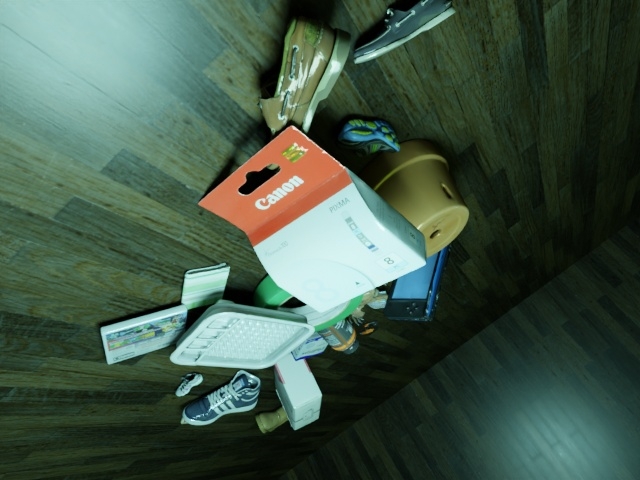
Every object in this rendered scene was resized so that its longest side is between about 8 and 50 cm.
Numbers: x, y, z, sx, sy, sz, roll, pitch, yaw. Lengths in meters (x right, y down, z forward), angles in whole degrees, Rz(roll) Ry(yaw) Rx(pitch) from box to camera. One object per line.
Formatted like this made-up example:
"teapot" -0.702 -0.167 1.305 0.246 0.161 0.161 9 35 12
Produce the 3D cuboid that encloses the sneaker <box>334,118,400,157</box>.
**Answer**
"sneaker" 0.107 -0.226 1.040 0.188 0.067 0.078 -4 159 -41

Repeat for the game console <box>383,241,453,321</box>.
"game console" 0.290 0.073 1.380 0.250 0.293 0.173 -7 141 43

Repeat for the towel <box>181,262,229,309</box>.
"towel" -0.297 0.118 1.179 0.113 0.023 0.152 -9 143 -30

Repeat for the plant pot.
"plant pot" 0.242 -0.083 1.208 0.290 0.203 0.291 -23 148 -16

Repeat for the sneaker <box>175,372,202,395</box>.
"sneaker" -0.437 0.460 1.500 0.098 0.038 0.069 -39 148 -9

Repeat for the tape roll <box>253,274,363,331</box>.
"tape roll" -0.035 0.171 1.370 0.321 0.077 0.321 -14 145 -10

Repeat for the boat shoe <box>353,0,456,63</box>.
"boat shoe" 0.144 -0.396 0.853 0.206 0.075 0.065 -28 105 2

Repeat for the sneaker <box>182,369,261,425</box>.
"sneaker" -0.341 0.553 1.647 0.282 0.099 0.153 -3 130 -36

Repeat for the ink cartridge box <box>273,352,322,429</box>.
"ink cartridge box" -0.093 0.583 1.807 0.117 0.207 0.283 -20 147 -17

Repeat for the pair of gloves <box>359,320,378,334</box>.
"pair of gloves" 0.205 0.371 1.973 0.074 0.010 0.083 -7 137 -34

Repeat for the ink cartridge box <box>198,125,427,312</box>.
"ink cartridge box" -0.020 -0.014 0.950 0.385 0.091 0.308 35 133 -30

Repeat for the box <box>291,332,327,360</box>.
"box" -0.034 0.360 1.686 0.126 0.072 0.137 -8 141 -34

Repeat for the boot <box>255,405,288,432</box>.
"boot" -0.152 0.773 2.136 0.269 0.089 0.236 -31 159 -3

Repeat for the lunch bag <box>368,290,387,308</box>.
"lunch bag" 0.212 0.223 1.738 0.083 0.053 0.071 -13 152 15

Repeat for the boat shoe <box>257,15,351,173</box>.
"boat shoe" -0.059 -0.251 0.824 0.104 0.111 0.307 15 135 -18

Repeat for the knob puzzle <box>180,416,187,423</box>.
"knob puzzle" -0.436 0.653 1.766 0.213 0.030 0.213 -23 147 -16

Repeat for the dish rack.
"dish rack" -0.213 0.259 1.278 0.332 0.072 0.285 17 132 -36

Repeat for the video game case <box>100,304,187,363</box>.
"video game case" -0.447 0.241 1.188 0.201 0.023 0.183 -13 149 -28

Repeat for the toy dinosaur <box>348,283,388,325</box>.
"toy dinosaur" 0.131 0.183 1.555 0.200 0.127 0.296 -30 143 7

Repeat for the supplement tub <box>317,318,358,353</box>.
"supplement tub" 0.053 0.307 1.591 0.106 0.106 0.198 -36 119 5
